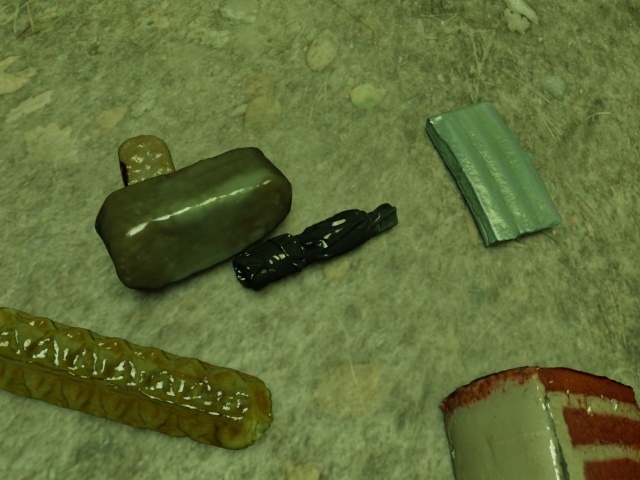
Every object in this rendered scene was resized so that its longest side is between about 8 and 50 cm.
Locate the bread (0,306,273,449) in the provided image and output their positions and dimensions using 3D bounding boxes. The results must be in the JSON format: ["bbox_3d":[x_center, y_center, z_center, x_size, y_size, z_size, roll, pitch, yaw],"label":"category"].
[{"bbox_3d":[-0.229,0.149,0.590,0.368,0.077,0.084,15,61,-1],"label":"bread"}]

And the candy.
[{"bbox_3d":[-0.151,-0.033,0.670,0.234,0.102,0.104,-23,49,-21],"label":"candy"}]

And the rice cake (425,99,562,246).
[{"bbox_3d":[0.255,-0.107,0.806,0.127,0.043,0.237,-17,68,-17],"label":"rice cake"}]

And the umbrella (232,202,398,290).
[{"bbox_3d":[0.000,0.000,0.710,0.236,0.059,0.066,-24,27,-22],"label":"umbrella"}]

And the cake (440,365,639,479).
[{"bbox_3d":[0.264,0.246,0.626,0.262,0.160,0.158,19,55,-38],"label":"cake"}]

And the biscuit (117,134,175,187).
[{"bbox_3d":[-0.234,-0.087,0.741,0.071,0.018,0.147,-14,65,-17],"label":"biscuit"}]
